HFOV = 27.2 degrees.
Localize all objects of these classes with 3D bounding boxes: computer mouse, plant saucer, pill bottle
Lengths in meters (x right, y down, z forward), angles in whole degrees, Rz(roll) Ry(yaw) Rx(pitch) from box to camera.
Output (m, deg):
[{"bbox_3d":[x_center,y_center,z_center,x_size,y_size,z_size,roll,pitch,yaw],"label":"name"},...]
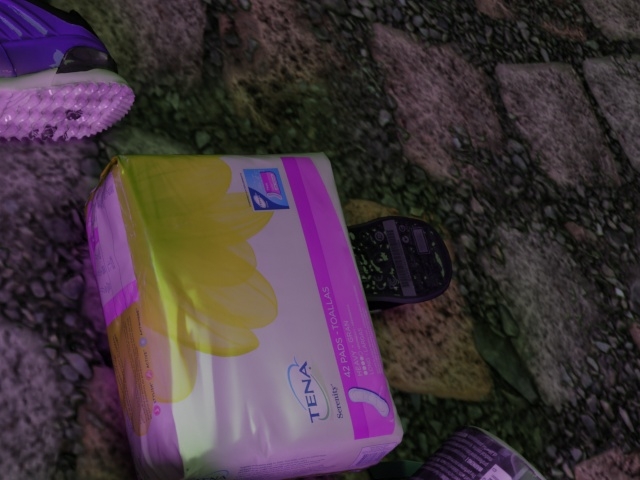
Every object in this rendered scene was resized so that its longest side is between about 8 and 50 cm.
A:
[{"bbox_3d":[0.000,0.000,1.334,0.262,0.060,0.184,-12,73,-32],"label":"computer mouse"},{"bbox_3d":[0.141,0.232,1.274,0.192,0.067,0.018,14,72,-28],"label":"plant saucer"},{"bbox_3d":[0.083,0.281,1.097,0.246,0.130,0.130,-43,93,-15],"label":"pill bottle"}]

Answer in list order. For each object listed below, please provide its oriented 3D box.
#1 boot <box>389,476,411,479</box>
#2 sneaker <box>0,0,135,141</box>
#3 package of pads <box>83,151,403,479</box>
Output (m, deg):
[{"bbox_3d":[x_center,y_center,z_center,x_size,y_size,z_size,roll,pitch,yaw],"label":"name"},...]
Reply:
[{"bbox_3d":[0.127,0.308,1.210,0.247,0.083,0.161,14,59,-31],"label":"boot"},{"bbox_3d":[-0.314,-0.170,1.162,0.293,0.102,0.146,1,57,-45],"label":"sneaker"},{"bbox_3d":[-0.074,0.067,1.158,0.229,0.101,0.296,-3,67,-32],"label":"package of pads"}]
